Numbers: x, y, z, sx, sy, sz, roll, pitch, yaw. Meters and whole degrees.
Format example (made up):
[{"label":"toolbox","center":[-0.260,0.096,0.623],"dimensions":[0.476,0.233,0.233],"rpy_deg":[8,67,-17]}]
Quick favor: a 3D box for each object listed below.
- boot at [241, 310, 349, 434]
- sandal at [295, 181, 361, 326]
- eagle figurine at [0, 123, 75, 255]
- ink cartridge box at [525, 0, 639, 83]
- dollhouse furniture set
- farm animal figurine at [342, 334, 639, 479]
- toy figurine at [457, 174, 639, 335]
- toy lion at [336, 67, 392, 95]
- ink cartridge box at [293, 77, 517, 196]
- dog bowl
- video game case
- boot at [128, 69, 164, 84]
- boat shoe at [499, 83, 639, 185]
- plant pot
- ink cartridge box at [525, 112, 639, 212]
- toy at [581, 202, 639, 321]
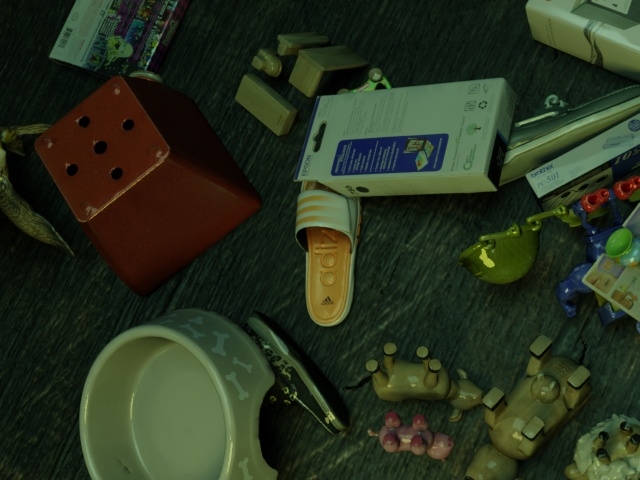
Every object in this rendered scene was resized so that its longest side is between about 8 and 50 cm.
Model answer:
[{"label":"boot","center":[-0.082,0.247,1.612],"dimensions":[0.178,0.085,0.236],"rpy_deg":[-45,66,6]},{"label":"sandal","center":[0.010,-0.001,1.653],"dimensions":[0.101,0.076,0.265],"rpy_deg":[-7,72,16]},{"label":"eagle figurine","center":[-0.559,-0.084,1.786],"dimensions":[0.226,0.225,0.298],"rpy_deg":[-18,62,1]},{"label":"ink cartridge box","center":[0.478,-0.361,1.583],"dimensions":[0.272,0.115,0.198],"rpy_deg":[29,85,24]},{"label":"dollhouse furniture set","center":[-0.034,-0.271,1.776],"dimensions":[0.144,0.123,0.151],"rpy_deg":[42,125,24]},{"label":"farm animal figurine","center":[0.245,0.256,1.461],"dimensions":[0.326,0.172,0.330],"rpy_deg":[-29,59,-5]},{"label":"toy figurine","center":[0.400,0.043,1.448],"dimensions":[0.362,0.191,0.217],"rpy_deg":[-22,83,-5]},{"label":"toy lion","center":[0.080,-0.219,1.723],"dimensions":[0.100,0.034,0.096],"rpy_deg":[-33,74,6]},{"label":"ink cartridge box","center":[0.126,-0.153,1.605],"dimensions":[0.332,0.065,0.165],"rpy_deg":[1,66,34]},{"label":"dog bowl","center":[-0.221,0.277,1.571],"dimensions":[0.348,0.102,0.349],"rpy_deg":[-1,89,33]},{"label":"video game case","center":[-0.361,-0.403,1.915],"dimensions":[0.210,0.042,0.232],"rpy_deg":[19,81,23]},{"label":"boot","center":[-0.328,-0.237,1.818],"dimensions":[0.158,0.059,0.085],"rpy_deg":[-22,50,45]},{"label":"boat shoe","center":[0.341,-0.174,1.575],"dimensions":[0.319,0.116,0.099],"rpy_deg":[-23,69,18]},{"label":"plant pot","center":[-0.303,-0.110,1.704],"dimensions":[0.267,0.236,0.267],"rpy_deg":[-38,66,5]},{"label":"ink cartridge box","center":[0.408,-0.114,1.543],"dimensions":[0.207,0.097,0.046],"rpy_deg":[-29,67,8]},{"label":"toy","center":[0.476,0.061,1.398],"dimensions":[0.137,0.237,0.056],"rpy_deg":[-55,22,7]}]
